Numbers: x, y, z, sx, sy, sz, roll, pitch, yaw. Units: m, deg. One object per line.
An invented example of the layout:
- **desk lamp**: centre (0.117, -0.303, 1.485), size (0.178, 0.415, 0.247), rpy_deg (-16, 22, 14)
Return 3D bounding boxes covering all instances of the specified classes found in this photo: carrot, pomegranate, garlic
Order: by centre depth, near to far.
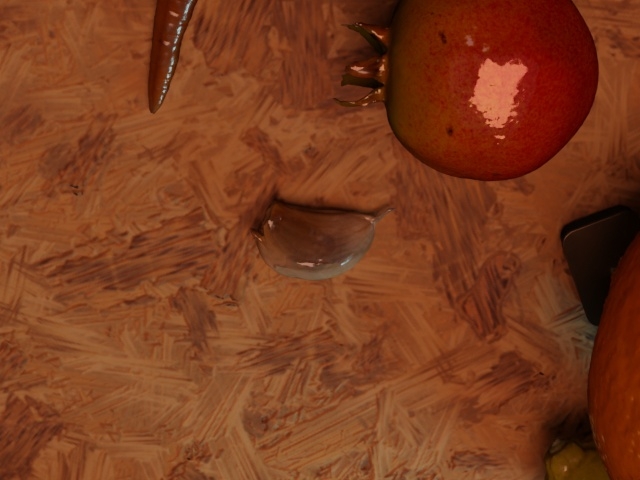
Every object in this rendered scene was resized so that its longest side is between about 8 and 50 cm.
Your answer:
- **pomegranate**: centre (0.141, -0.164, 1.552), size (0.256, 0.221, 0.221), rpy_deg (0, 114, 3)
- **carrot**: centre (-0.146, -0.223, 1.589), size (0.048, 0.048, 0.216), rpy_deg (13, 116, -11)
- **garlic**: centre (0.000, 0.004, 1.685), size (0.152, 0.066, 0.084), rpy_deg (6, 111, -5)

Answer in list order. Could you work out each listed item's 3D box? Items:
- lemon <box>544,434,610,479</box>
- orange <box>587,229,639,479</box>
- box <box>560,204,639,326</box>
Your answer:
- **lemon**: centre (0.347, 0.307, 1.791), size (0.248, 0.184, 0.184), rpy_deg (34, 107, -19)
- **orange**: centre (0.445, 0.118, 1.602), size (0.326, 0.424, 0.424), rpy_deg (28, 114, 26)
- **box**: centre (0.318, 0.026, 1.744), size (0.091, 0.031, 0.126), rpy_deg (-22, 114, 5)
